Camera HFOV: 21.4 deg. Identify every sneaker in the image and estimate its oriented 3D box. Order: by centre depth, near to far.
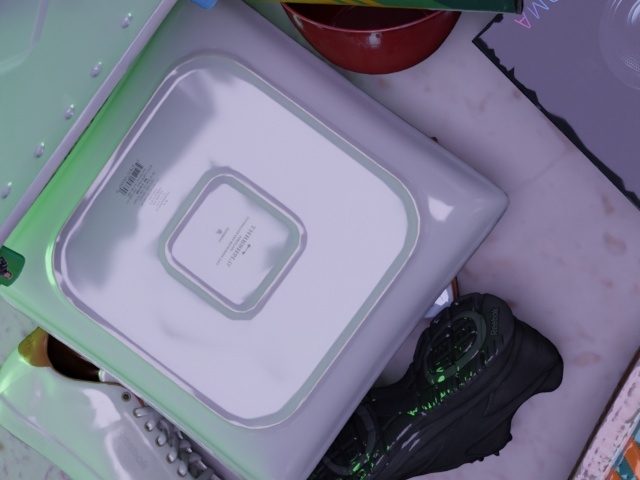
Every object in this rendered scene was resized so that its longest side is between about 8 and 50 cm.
[{"bbox_3d":[0.279,0.224,1.486,0.121,0.108,0.302,28,100,8],"label":"sneaker"},{"bbox_3d":[0.098,0.168,1.506,0.130,0.109,0.286,28,126,-35],"label":"sneaker"},{"bbox_3d":[-0.164,0.178,1.547,0.290,0.106,0.123,33,104,4],"label":"sneaker"}]

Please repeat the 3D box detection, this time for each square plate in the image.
[{"bbox_3d":[-0.074,0.003,1.468,0.344,0.049,0.347,36,100,3],"label":"square plate"}]

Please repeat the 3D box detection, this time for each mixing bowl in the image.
[{"bbox_3d":[0.048,-0.208,1.444,0.181,0.181,0.098,2,141,8],"label":"mixing bowl"}]

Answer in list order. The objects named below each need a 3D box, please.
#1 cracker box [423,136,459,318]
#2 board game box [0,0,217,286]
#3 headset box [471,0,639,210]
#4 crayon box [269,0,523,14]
[{"bbox_3d":[0.000,0.000,1.516,0.232,0.067,0.156,-7,97,10],"label":"cracker box"},{"bbox_3d":[-0.240,-0.175,1.400,0.050,0.390,0.390,28,105,-38],"label":"board game box"},{"bbox_3d":[0.312,-0.154,1.413,0.246,0.131,0.283,-44,91,13],"label":"headset box"},{"bbox_3d":[0.018,-0.288,1.398,0.318,0.202,0.081,4,142,12],"label":"crayon box"}]
